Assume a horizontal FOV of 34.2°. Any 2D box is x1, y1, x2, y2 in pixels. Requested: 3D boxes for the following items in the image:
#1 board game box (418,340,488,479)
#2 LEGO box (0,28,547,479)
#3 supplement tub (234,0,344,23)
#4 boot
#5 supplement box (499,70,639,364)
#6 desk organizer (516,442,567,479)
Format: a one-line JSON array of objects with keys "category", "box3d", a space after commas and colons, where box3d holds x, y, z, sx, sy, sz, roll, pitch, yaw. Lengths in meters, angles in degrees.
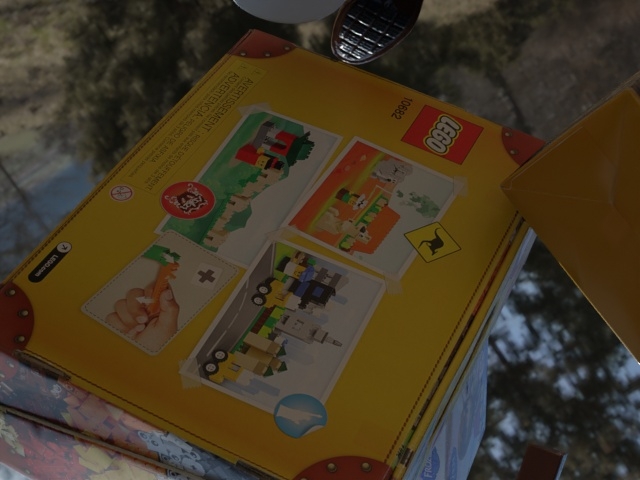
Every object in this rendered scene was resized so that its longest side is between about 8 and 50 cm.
[{"category": "board game box", "box3d": [0.202, 0.232, 1.616, 0.066, 0.319, 0.318, 5, -158, 19]}, {"category": "LEGO box", "box3d": [-0.029, 0.050, 1.004, 0.500, 0.372, 0.193, -54, 162, -40]}, {"category": "supplement tub", "box3d": [-0.028, -0.334, 1.041, 0.144, 0.144, 0.200, -26, -128, 45]}, {"category": "boot", "box3d": [0.080, -0.292, 1.141, 0.219, 0.082, 0.106, -50, -159, 49]}, {"category": "supplement box", "box3d": [0.281, -0.031, 0.895, 0.129, 0.191, 0.194, -39, 177, 27]}, {"category": "desk organizer", "box3d": [0.298, 0.350, 1.454, 0.047, 0.050, 0.130, 15, 94, -68]}]
